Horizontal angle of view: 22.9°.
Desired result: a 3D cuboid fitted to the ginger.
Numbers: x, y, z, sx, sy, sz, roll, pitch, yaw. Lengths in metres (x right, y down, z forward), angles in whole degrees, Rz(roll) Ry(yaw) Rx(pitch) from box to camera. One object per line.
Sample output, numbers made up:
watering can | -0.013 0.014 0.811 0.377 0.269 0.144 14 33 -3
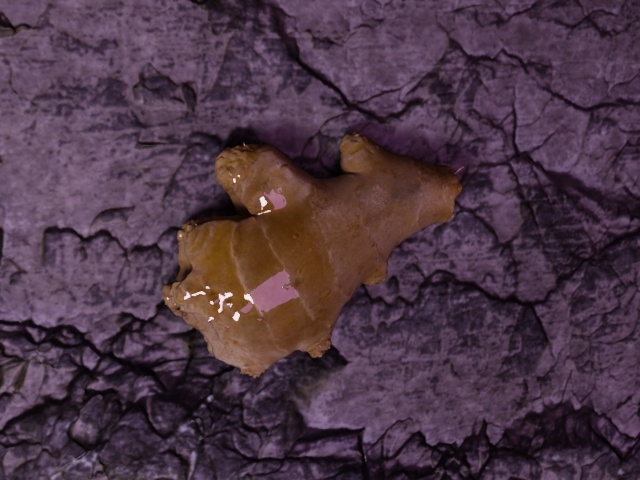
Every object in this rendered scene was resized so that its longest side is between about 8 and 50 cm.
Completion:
ginger | -0.017 -0.018 1.819 0.236 0.166 0.375 42 54 6
